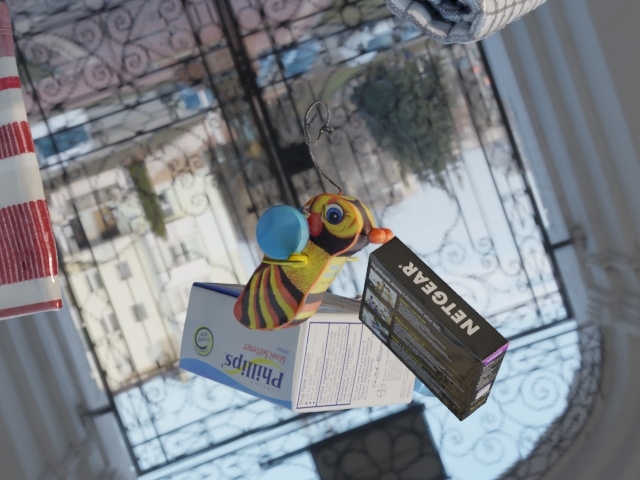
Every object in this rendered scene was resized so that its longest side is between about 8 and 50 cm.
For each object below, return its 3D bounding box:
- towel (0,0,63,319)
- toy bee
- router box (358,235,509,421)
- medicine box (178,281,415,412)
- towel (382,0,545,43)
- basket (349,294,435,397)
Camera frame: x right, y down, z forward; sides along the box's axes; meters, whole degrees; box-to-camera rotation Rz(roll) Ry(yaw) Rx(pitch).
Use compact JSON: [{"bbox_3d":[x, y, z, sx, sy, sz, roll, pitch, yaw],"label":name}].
[{"bbox_3d":[-0.394,-0.072,1.111,0.237,0.329,0.037,-11,-179,31],"label":"towel"},{"bbox_3d":[0.000,0.000,1.287,0.162,0.298,0.195,27,-146,25],"label":"toy bee"},{"bbox_3d":[0.120,0.099,1.127,0.046,0.179,0.133,-32,152,-26],"label":"router box"},{"bbox_3d":[-0.029,0.164,1.616,0.263,0.149,0.289,12,-177,42],"label":"medicine box"},{"bbox_3d":[0.075,-0.285,0.702,0.121,0.284,0.235,-45,176,40],"label":"towel"},{"bbox_3d":[0.098,0.222,1.915,0.201,0.289,0.255,-59,161,-3],"label":"basket"}]
